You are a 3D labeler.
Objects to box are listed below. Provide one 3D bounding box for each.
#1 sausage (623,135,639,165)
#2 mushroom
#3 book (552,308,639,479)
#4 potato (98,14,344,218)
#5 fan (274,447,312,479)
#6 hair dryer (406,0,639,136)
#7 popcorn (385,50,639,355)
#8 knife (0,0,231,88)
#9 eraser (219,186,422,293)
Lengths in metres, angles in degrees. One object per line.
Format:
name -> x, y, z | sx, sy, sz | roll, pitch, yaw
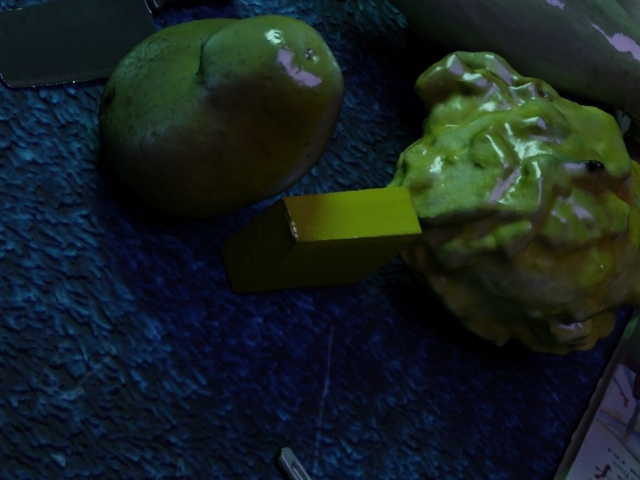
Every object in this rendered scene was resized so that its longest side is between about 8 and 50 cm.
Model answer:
sausage -> 0.344, -0.028, 1.506 | 0.253, 0.123, 0.123 | 4, 63, -32
mushroom -> 0.175, -0.193, 1.393 | 0.350, 0.128, 0.128 | 29, 50, -3
book -> 0.298, 0.203, 1.405 | 0.201, 0.026, 0.289 | 43, 48, -11
potato -> -0.065, -0.099, 1.202 | 0.157, 0.194, 0.157 | 18, 60, -34
fan -> 0.059, 0.308, 1.185 | 0.294, 0.012, 0.223 | 33, 53, -17
hair dryer -> 0.231, -0.203, 1.535 | 0.352, 0.125, 0.210 | 10, 59, -24
popcorn -> 0.169, -0.038, 1.336 | 0.233, 0.192, 0.266 | -29, 89, -43
knife -> -0.152, -0.165, 1.295 | 0.245, 0.019, 0.072 | -20, 82, -38
eraser -> 0.000, 0.000, 1.256 | 0.122, 0.097, 0.045 | -4, 69, -36
